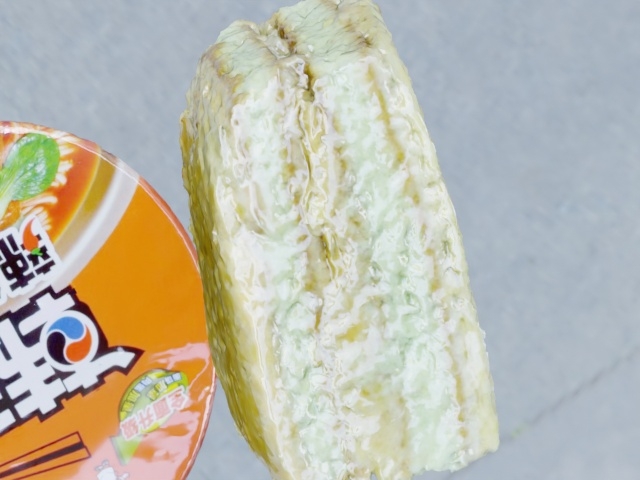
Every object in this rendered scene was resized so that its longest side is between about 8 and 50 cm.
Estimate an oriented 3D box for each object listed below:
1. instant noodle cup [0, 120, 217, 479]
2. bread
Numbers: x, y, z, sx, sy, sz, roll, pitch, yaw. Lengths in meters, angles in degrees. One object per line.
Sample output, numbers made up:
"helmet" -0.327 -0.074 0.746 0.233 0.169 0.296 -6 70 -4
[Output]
"instant noodle cup" -0.206 0.060 1.089 0.250 0.192 0.250 0 90 -25
"bread" 0.000 0.000 0.832 0.102 0.138 0.196 -14 109 -11
